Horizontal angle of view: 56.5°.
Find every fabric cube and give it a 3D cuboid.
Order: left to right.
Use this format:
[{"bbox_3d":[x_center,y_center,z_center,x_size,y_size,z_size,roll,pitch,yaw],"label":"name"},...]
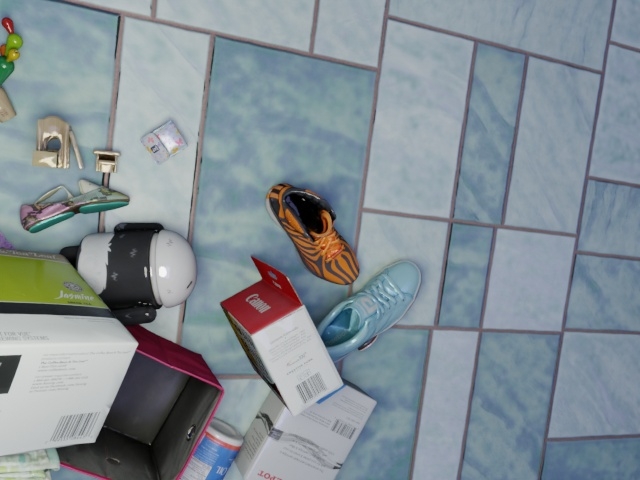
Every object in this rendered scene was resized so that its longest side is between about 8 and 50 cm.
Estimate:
[{"bbox_3d":[-0.393,0.337,1.260,0.259,0.258,0.254,31,84,-22],"label":"fabric cube"}]

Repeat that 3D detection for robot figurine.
[{"bbox_3d":[-0.400,0.066,1.252,0.278,0.173,0.209,-4,92,-2],"label":"robot figurine"}]

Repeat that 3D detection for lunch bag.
[{"bbox_3d":[-0.346,-0.216,1.321,0.083,0.053,0.071,-32,106,-6],"label":"lunch bag"}]

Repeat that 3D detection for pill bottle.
[{"bbox_3d":[-0.285,0.537,1.399,0.124,0.124,0.222,31,86,-22],"label":"pill bottle"}]

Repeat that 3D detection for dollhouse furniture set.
[{"bbox_3d":[-0.482,-0.193,1.199,0.160,0.182,0.101,3,95,-22],"label":"dollhouse furniture set"}]

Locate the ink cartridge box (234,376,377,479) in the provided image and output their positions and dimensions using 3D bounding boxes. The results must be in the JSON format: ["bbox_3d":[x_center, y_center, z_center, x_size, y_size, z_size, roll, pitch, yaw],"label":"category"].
[{"bbox_3d":[-0.040,0.473,1.485,0.223,0.129,0.307,33,84,-22],"label":"ink cartridge box"}]

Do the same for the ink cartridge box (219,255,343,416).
[{"bbox_3d":[-0.112,0.195,1.326,0.130,0.309,0.272,-29,105,-16],"label":"ink cartridge box"}]

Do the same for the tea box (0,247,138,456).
[{"bbox_3d":[-0.549,0.169,0.982,0.329,0.323,0.220,12,110,-50],"label":"tea box"}]

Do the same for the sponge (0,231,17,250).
[{"bbox_3d":[-0.673,0.049,1.211,0.210,0.031,0.117,54,52,-17],"label":"sponge"}]

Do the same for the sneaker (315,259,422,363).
[{"bbox_3d":[0.123,0.177,1.484,0.366,0.150,0.135,-43,79,-12],"label":"sneaker"}]

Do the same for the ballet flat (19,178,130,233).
[{"bbox_3d":[-0.523,-0.083,1.262,0.221,0.077,0.079,-19,84,-18],"label":"ballet flat"}]

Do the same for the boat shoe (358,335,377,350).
[{"bbox_3d":[0.136,0.230,1.570,0.137,0.049,0.043,-48,109,-13],"label":"boat shoe"}]

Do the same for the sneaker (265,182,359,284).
[{"bbox_3d":[0.000,0.000,1.415,0.124,0.180,0.321,-48,110,-10],"label":"sneaker"}]

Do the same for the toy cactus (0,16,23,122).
[{"bbox_3d":[-0.663,-0.320,1.165,0.219,0.112,0.181,-39,119,-22],"label":"toy cactus"}]

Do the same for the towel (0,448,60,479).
[{"bbox_3d":[-0.654,0.299,1.029,0.320,0.374,0.090,17,112,-48],"label":"towel"}]
